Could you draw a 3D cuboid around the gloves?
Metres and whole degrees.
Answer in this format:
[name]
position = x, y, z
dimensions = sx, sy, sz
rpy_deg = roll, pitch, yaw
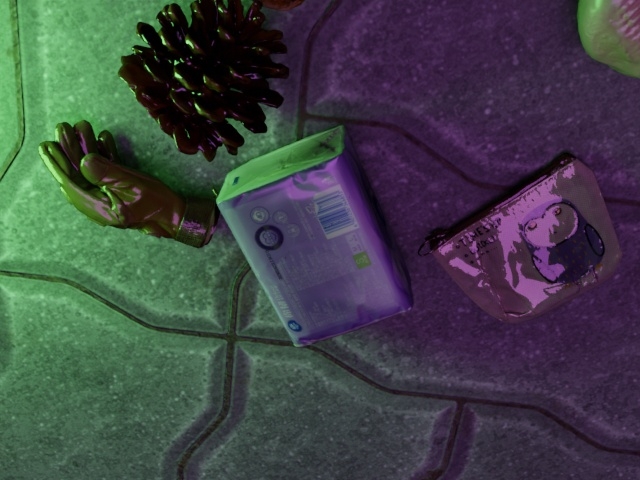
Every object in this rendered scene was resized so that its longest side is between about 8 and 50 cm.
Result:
[gloves]
position = -0.336, -0.083, 1.429
dimensions = 0.331, 0.154, 0.141
rpy_deg = 25, 115, -19

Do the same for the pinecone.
[pinecone]
position = -0.167, -0.261, 1.260
dimensions = 0.264, 0.264, 0.264
rpy_deg = 1, 119, 2

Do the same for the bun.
[bun]
position = 0.497, -0.370, 1.237
dimensions = 0.259, 0.160, 0.259
rpy_deg = -8, 124, -12

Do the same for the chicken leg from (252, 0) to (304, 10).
[chicken leg]
position = -0.127, -0.425, 1.270
dimensions = 0.251, 0.107, 0.087
rpy_deg = 15, 133, 4

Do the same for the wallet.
[wallet]
position = 0.382, 0.015, 1.501
dimensions = 0.335, 0.068, 0.275
rpy_deg = -33, 111, 17

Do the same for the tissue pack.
[tissue pack]
position = 0.000, 0.000, 1.456
dimensions = 0.242, 0.160, 0.338
rpy_deg = -19, 117, 13
